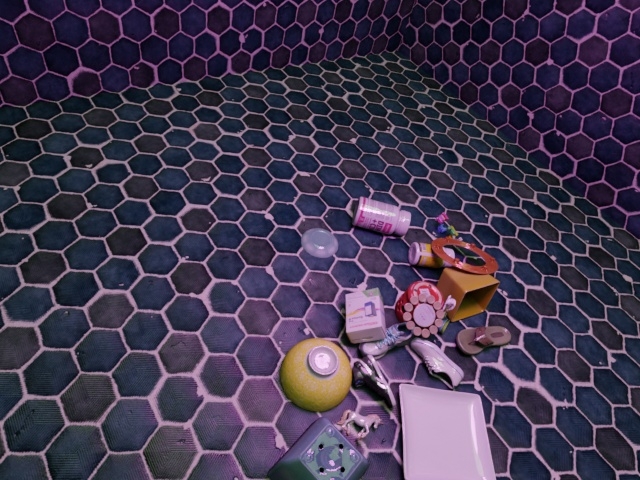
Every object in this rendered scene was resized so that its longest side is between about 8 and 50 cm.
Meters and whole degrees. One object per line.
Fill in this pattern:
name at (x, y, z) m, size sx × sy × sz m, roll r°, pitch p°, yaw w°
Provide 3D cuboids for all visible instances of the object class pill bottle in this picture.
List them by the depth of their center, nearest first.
pill bottle at (0.569, 0.079, 2.101) m, size 0.209 × 0.119 × 0.119 m, roll 8°, pitch 50°, yaw -9°
pill bottle at (0.323, -0.123, 2.176) m, size 0.283 × 0.160 × 0.160 m, roll 15°, pitch 49°, yaw -3°

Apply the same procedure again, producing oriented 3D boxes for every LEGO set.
LEGO set at (0.687, -0.032, 2.252) m, size 0.093 × 0.087 × 0.227 m, roll -16°, pitch 63°, yaw -23°

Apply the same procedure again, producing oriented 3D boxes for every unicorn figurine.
unicorn figurine at (0.155, 0.683, 1.528) m, size 0.162 × 0.060 × 0.111 m, roll 29°, pitch 50°, yaw 9°

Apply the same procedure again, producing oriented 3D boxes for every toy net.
toy net at (0.573, 0.317, 1.832) m, size 0.045 × 0.232 × 0.122 m, roll 30°, pitch 53°, yaw 24°

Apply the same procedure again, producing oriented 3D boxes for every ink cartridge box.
ink cartridge box at (0.193, 0.322, 1.760) m, size 0.155 × 0.093 × 0.212 m, roll -14°, pitch 41°, yaw 15°

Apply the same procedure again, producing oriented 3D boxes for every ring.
ring at (0.717, 0.064, 2.032) m, size 0.337 × 0.032 × 0.336 m, roll 12°, pitch 25°, yaw -6°

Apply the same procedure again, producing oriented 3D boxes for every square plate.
square plate at (0.469, 0.741, 1.556) m, size 0.348 × 0.049 × 0.343 m, roll 10°, pitch 49°, yaw -6°

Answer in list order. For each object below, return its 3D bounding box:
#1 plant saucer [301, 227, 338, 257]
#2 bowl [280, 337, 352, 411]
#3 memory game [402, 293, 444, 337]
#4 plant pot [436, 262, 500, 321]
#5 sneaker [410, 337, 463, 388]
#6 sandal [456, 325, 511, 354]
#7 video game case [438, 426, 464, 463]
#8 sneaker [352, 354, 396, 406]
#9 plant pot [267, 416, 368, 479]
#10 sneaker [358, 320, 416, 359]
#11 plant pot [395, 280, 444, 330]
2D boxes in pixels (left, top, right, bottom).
plant saucer at (0.000, 0.000, 2.069) m, size 0.195 × 0.037 × 0.194 m, roll 8°, pitch 49°, yaw -9°
bowl at (-0.003, 0.491, 1.583) m, size 0.290 × 0.156 × 0.289 m, roll 8°, pitch 49°, yaw -9°
memory game at (0.439, 0.317, 1.740) m, size 0.186 × 0.012 × 0.186 m, roll 1°, pitch 83°, yaw -8°
plant pot at (0.681, 0.232, 1.962) m, size 0.212 × 0.212 × 0.187 m, roll -11°, pitch 43°, yaw -23°
sneaker at (0.485, 0.517, 1.731) m, size 0.258 × 0.094 × 0.091 m, roll 37°, pitch 47°, yaw 15°
sandal at (0.749, 0.436, 1.874) m, size 0.303 × 0.086 × 0.120 m, roll -9°, pitch 54°, yaw -21°
video game case at (0.498, 0.785, 1.567) m, size 0.087 × 0.011 × 0.122 m, roll 10°, pitch 50°, yaw -6°
sneaker at (0.199, 0.578, 1.628) m, size 0.121 × 0.079 × 0.216 m, roll -24°, pitch 66°, yaw -11°
plant pot at (0.008, 0.730, 1.324) m, size 0.248 × 0.252 × 0.247 m, roll 40°, pitch 53°, yaw 19°
sneaker at (0.289, 0.410, 1.749) m, size 0.283 × 0.122 × 0.110 m, roll -18°, pitch 58°, yaw -27°
plant pot at (0.457, 0.292, 1.862) m, size 0.191 × 0.174 × 0.191 m, roll 9°, pitch 49°, yaw -11°
